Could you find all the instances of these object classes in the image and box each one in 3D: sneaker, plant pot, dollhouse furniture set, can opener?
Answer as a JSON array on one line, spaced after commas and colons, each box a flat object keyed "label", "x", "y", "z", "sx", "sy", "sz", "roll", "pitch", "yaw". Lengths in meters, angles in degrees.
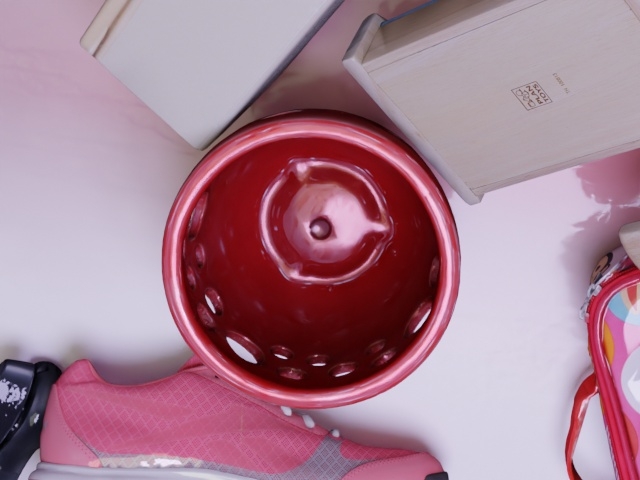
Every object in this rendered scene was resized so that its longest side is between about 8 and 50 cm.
[{"label": "sneaker", "x": -0.057, "y": 0.145, "z": 0.949, "sx": 0.314, "sy": 0.116, "sz": 0.136, "roll": 3, "pitch": 73, "yaw": -7}, {"label": "plant pot", "x": 0.000, "y": 0.000, "z": 0.878, "sx": 0.191, "sy": 0.174, "sz": 0.191, "roll": 1, "pitch": 102, "yaw": 5}, {"label": "dollhouse furniture set", "x": 0.208, "y": -0.165, "z": 0.846, "sx": 0.198, "sy": 0.303, "sz": 0.286, "roll": -15, "pitch": 128, "yaw": 45}, {"label": "can opener", "x": -0.252, "y": 0.175, "z": 0.997, "sx": 0.073, "sy": 0.059, "sz": 0.186, "roll": 23, "pitch": 102, "yaw": -18}]

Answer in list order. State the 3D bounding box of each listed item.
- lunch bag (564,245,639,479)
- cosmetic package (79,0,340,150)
[{"label": "lunch bag", "x": 0.301, "y": 0.129, "z": 0.916, "sx": 0.258, "sy": 0.120, "sz": 0.293, "roll": -14, "pitch": 100, "yaw": 12}, {"label": "cosmetic package", "x": -0.004, "y": -0.209, "z": 0.776, "sx": 0.113, "sy": 0.160, "sz": 0.309, "roll": 41, "pitch": 131, "yaw": -4}]
